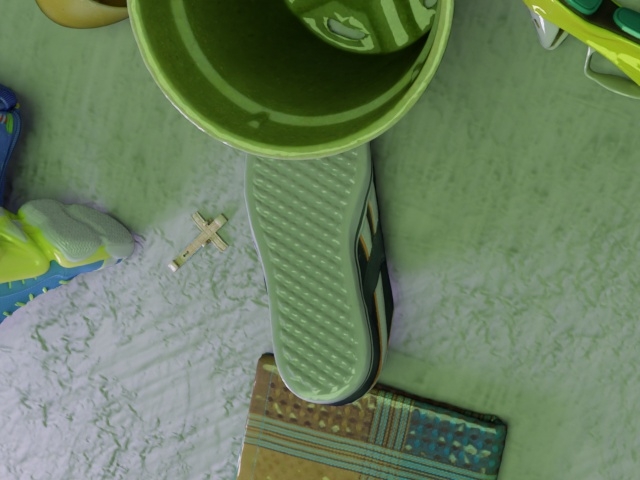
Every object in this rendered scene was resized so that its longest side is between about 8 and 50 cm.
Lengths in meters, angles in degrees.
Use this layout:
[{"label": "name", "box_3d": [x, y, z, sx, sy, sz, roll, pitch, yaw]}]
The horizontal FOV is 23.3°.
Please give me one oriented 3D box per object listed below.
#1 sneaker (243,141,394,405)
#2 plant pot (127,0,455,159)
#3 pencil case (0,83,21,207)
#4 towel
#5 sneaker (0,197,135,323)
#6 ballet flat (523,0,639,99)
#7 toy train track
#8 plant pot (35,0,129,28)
[{"label": "sneaker", "box_3d": [0.000, 0.000, 1.487, 0.126, 0.127, 0.321, -4, 78, 13]}, {"label": "plant pot", "box_3d": [0.007, -0.230, 1.341, 0.276, 0.254, 0.276, 5, 106, 16]}, {"label": "pencil case", "box_3d": [-0.382, -0.024, 1.595, 0.133, 0.119, 0.306, 12, 108, 1]}, {"label": "towel", "box_3d": [0.027, 0.318, 1.601, 0.271, 0.040, 0.370, 15, 107, 13]}, {"label": "sneaker", "box_3d": [-0.308, 0.029, 1.554, 0.091, 0.240, 0.126, 54, 132, 46]}, {"label": "ballet flat", "box_3d": [0.240, -0.188, 1.379, 0.231, 0.077, 0.077, 35, 129, 4]}, {"label": "toy train track", "box_3d": [-0.126, 0.004, 1.577, 0.048, 0.014, 0.083, 48, 113, 1]}, {"label": "plant pot", "box_3d": [-0.226, -0.256, 1.489, 0.134, 0.134, 0.095, 52, 138, -1]}]
